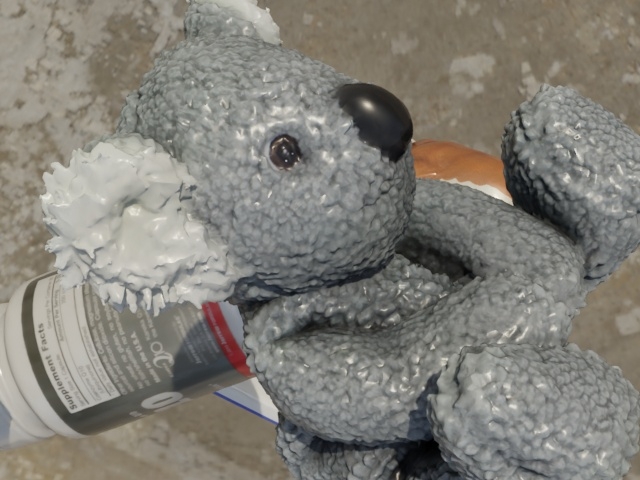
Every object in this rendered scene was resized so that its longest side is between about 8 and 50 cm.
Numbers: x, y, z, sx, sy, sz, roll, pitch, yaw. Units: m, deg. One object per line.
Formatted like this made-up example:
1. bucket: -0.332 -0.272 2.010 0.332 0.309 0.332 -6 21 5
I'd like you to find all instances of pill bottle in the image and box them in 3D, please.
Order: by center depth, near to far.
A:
1. pill bottle: -0.188 0.089 0.911 0.283 0.161 0.161 -21 123 10

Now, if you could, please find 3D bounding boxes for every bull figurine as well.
1. bull figurine: 0.150 -0.044 1.085 0.310 0.188 0.101 20 129 35

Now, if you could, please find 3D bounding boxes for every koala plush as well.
1. koala plush: 0.000 0.000 0.420 0.221 0.196 0.203 39 138 -18

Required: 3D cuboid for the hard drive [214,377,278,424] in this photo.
1. hard drive: -0.085 0.203 1.577 0.318 0.210 0.040 28 120 -6
